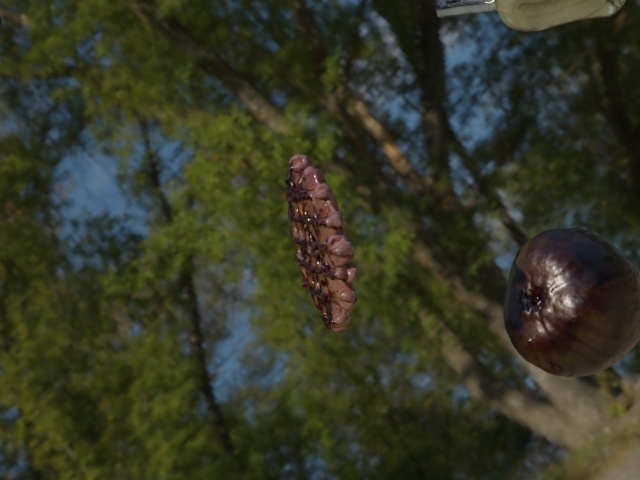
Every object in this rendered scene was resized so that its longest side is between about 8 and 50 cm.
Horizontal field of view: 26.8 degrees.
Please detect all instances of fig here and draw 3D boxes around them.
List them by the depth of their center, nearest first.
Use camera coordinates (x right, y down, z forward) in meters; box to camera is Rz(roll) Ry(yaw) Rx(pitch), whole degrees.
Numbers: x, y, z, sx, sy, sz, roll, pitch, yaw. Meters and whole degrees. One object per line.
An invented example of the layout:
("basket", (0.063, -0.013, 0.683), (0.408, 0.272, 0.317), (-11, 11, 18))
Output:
("fig", (0.413, 0.101, 2.001), (0.320, 0.217, 0.217), (11, -57, -48))

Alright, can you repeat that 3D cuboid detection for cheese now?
("cheese", (0.180, -0.210, 1.171), (0.171, 0.048, 0.092), (-8, 19, 18))

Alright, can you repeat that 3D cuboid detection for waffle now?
("waffle", (0.000, 0.000, 1.867), (0.055, 0.234, 0.221), (-15, -40, -15))
